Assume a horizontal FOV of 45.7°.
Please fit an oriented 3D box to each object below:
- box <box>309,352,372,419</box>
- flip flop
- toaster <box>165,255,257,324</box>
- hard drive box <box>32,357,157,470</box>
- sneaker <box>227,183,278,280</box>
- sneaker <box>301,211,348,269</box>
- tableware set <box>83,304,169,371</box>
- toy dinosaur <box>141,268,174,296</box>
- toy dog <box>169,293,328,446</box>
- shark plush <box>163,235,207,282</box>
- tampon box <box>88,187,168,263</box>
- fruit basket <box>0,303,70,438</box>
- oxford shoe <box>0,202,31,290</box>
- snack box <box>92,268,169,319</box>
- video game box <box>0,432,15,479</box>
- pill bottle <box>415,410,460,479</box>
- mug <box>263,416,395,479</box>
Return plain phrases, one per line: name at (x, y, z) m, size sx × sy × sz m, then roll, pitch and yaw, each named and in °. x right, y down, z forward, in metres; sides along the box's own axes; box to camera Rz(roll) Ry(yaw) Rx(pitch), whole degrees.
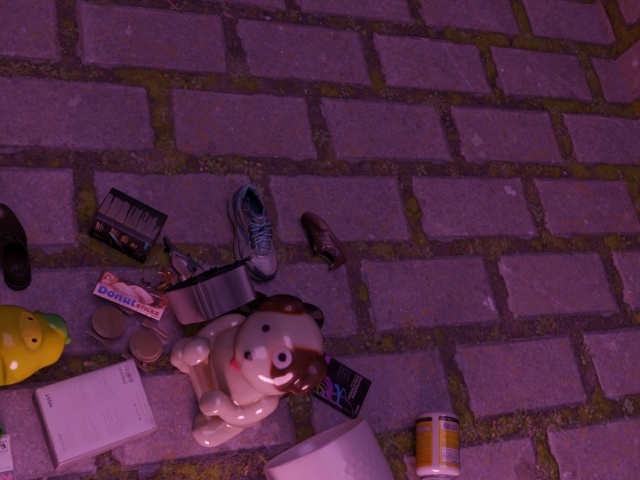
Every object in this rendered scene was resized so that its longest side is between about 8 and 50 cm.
box at (0.049, 0.393, 2.053) m, size 0.162 × 0.029 × 0.116 m, roll 33°, pitch 57°, yaw -9°
flip flop at (-0.129, 0.203, 2.025) m, size 0.277 × 0.080 × 0.112 m, roll 8°, pitch 53°, yaw -3°
toaster at (-0.267, 0.126, 1.903) m, size 0.168 × 0.186 × 0.110 m, roll -24°, pitch 95°, yaw -41°
hard drive box at (-0.522, 0.399, 1.755) m, size 0.232 × 0.089 × 0.181 m, roll -14°, pitch 73°, yaw -30°
sneaker at (-0.184, -0.026, 2.091) m, size 0.110 × 0.122 × 0.283 m, roll -12°, pitch 72°, yaw -28°
sneaker at (0.000, 0.000, 2.197) m, size 0.188 × 0.066 × 0.071 m, roll 48°, pitch 58°, yaw 4°
tableware set at (-0.483, 0.238, 1.882) m, size 0.194 × 0.039 × 0.128 m, roll 37°, pitch 45°, yaw -11°
toy dinosaur at (-0.401, 0.134, 1.966) m, size 0.212 × 0.064 × 0.112 m, roll 9°, pitch 93°, yaw -20°
toy dog at (-0.134, 0.297, 1.789) m, size 0.396 × 0.408 × 0.284 m, roll -2°, pitch 68°, yaw -25°
shark plush at (-0.368, 0.056, 2.030) m, size 0.161 × 0.073 × 0.067 m, roll 36°, pitch 34°, yaw 20°
tampon box at (-0.496, -0.039, 1.956) m, size 0.161 × 0.120 × 0.101 m, roll 29°, pitch 58°, yaw -10°
fruit basket at (-0.738, 0.233, 1.610) m, size 0.392 × 0.283 × 0.392 m, roll -1°, pitch 66°, yaw 3°
oxford shoe at (-0.749, 0.000, 1.840) m, size 0.083 × 0.096 × 0.227 m, roll -18°, pitch 73°, yaw -28°
snack box at (-0.471, 0.136, 1.895) m, size 0.178 × 0.022 × 0.064 m, roll 26°, pitch 85°, yaw -21°
video game box at (-0.756, 0.526, 1.613) m, size 0.205 × 0.048 × 0.187 m, roll -6°, pitch 67°, yaw -26°
pill bottle at (0.314, 0.573, 2.034) m, size 0.119 × 0.119 × 0.208 m, roll 14°, pitch 62°, yaw -18°
mug at (0.019, 0.643, 1.770) m, size 0.374 × 0.276 × 0.328 m, roll -20°, pitch 81°, yaw -37°
